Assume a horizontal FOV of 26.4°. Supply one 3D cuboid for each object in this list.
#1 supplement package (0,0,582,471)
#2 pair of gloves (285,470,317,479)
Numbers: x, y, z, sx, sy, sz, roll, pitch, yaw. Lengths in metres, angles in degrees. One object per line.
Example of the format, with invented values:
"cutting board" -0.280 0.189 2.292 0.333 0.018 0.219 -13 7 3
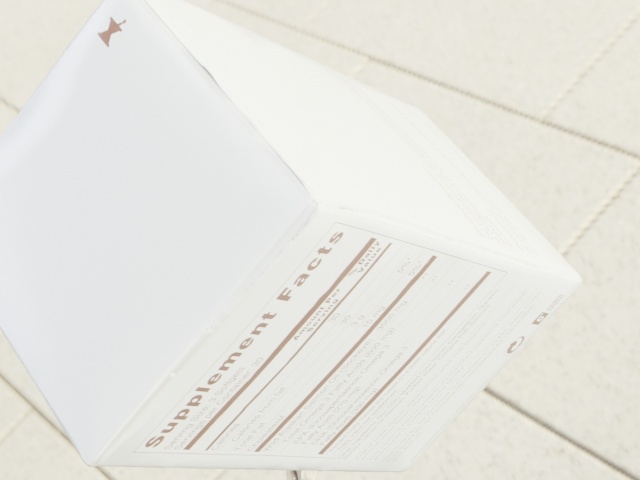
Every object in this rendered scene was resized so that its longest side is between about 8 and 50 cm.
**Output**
"supplement package" -0.012 0.005 0.455 0.105 0.179 0.105 -49 59 17
"pair of gloves" -0.016 0.210 1.457 0.042 0.240 0.204 -7 5 -8
